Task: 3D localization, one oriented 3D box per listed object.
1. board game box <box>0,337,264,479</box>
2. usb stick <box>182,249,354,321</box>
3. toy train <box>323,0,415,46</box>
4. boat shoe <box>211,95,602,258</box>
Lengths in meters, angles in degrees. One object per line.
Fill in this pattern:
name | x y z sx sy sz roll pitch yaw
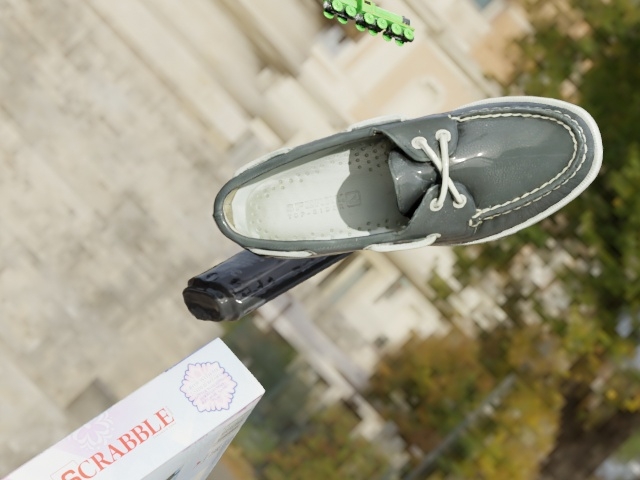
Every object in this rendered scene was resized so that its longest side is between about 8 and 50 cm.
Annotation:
board game box | -0.222 0.248 1.523 0.066 0.318 0.318 48 -37 12
usb stick | 0.000 0.000 1.668 0.077 0.278 0.045 11 -58 49
toy train | 0.037 -0.171 1.423 0.083 0.017 0.023 17 57 -30
boat shoe | 0.065 -0.041 1.436 0.091 0.302 0.114 0 74 -75
